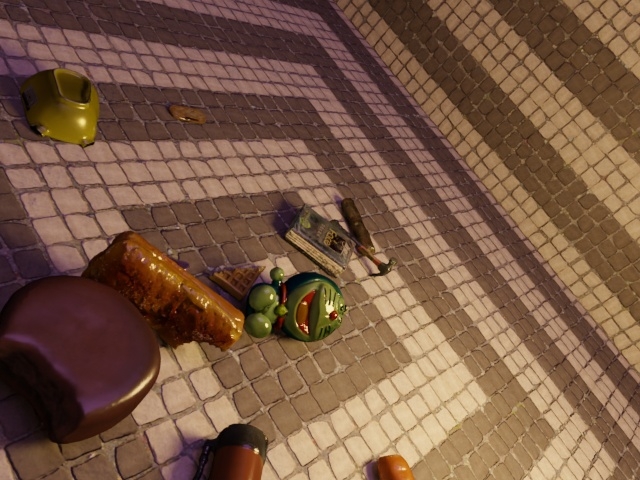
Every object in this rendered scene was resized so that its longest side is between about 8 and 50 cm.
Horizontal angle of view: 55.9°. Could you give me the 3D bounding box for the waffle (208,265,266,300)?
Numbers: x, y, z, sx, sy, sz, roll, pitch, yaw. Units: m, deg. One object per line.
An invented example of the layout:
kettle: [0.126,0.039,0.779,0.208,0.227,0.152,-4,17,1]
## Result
waffle: [-0.237,0.088,1.766,0.125,0.032,0.191,37,32,-7]

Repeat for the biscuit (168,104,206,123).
biscuit: [-0.463,-0.442,2.108,0.147,0.018,0.071,0,51,-44]

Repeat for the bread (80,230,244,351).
bread: [-0.361,0.148,1.401,0.380,0.185,0.109,41,19,-25]

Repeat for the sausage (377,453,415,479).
sausage: [0.214,0.666,1.555,0.098,0.098,0.238,14,43,-37]

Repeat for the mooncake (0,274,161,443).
mooncake: [-0.490,0.242,1.205,0.326,0.174,0.333,24,42,-22]

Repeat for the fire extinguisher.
fire extinguisher: [-0.221,0.562,1.227,0.200,0.113,0.376,-3,38,7]

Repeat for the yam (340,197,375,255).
yam: [0.140,-0.053,2.283,0.061,0.061,0.252,11,45,-40]

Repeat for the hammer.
hammer: [0.141,0.021,2.179,0.288,0.111,0.033,43,30,14]

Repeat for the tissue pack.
tissue pack: [0.000,0.000,2.064,0.236,0.073,0.173,38,35,-8]

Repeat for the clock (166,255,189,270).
clock: [-0.398,0.097,1.513,0.110,0.050,0.152,10,26,7]

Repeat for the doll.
doll: [-0.068,0.182,1.698,0.322,0.198,0.186,11,7,-25]

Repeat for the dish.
dish: [-0.721,-0.400,1.715,0.221,0.108,0.262,12,45,-37]
